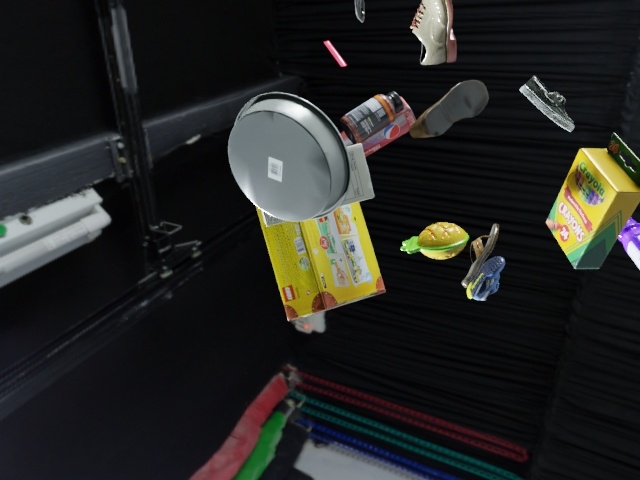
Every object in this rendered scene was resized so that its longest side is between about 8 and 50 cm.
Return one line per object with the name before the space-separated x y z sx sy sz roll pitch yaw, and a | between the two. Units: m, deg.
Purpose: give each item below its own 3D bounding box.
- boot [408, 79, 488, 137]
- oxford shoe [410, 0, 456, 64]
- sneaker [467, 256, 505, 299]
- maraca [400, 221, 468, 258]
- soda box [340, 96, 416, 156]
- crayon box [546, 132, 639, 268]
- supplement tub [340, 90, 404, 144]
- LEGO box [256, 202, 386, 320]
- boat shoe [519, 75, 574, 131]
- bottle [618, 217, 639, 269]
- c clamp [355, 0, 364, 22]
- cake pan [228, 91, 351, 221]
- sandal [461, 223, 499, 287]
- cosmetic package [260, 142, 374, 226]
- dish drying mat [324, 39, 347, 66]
boot | 0.393 -0.404 1.633 0.305 0.115 0.112 -33 -79 -24
oxford shoe | 0.344 -0.696 1.651 0.348 0.130 0.122 66 -163 -44
sneaker | 0.457 0.104 1.430 0.144 0.059 0.053 -59 16 28
maraca | 0.317 0.004 1.470 0.127 0.186 0.099 -49 -51 -65
soda box | 0.193 -0.376 1.817 0.083 0.263 0.092 53 -169 -44
crayon box | 0.733 -0.104 1.419 0.202 0.081 0.318 -97 10 -48
supplement tub | 0.170 -0.401 1.711 0.198 0.106 0.106 -33 -34 -4
LEGO box | 0.000 0.000 1.930 0.373 0.193 0.499 -8 -100 -51
boat shoe | 0.717 -0.428 1.644 0.078 0.219 0.070 1 -43 -52
bottle | 1.131 0.023 1.864 0.282 0.092 0.118 -101 -17 -44
c clamp | 0.112 -0.703 1.519 0.161 0.022 0.137 -29 -65 -75
cake pan | -0.077 -0.161 1.115 0.054 0.293 0.293 -47 -37 -45
sandal | 0.465 0.038 1.564 0.219 0.060 0.090 -58 -12 -7
cosmetic package | -0.024 -0.148 1.415 0.129 0.296 0.153 -147 43 -80
dish drying mat | 0.041 -0.510 1.441 0.008 0.032 0.083 -45 -63 -6
